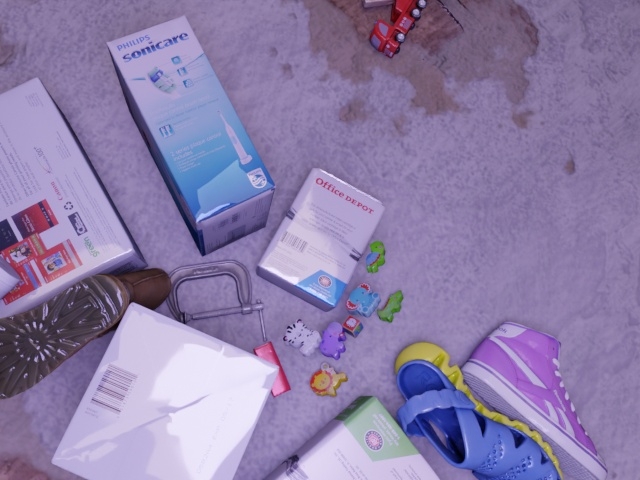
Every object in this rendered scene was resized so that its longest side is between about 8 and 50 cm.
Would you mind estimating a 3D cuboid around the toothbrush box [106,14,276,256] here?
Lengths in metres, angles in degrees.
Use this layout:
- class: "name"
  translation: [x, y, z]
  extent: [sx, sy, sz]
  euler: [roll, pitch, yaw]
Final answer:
- class: "toothbrush box"
  translation: [-0.195, -0.150, 0.940]
  extent: [0.126, 0.216, 0.296]
  euler: [-25, 82, -14]

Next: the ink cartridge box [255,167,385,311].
- class: "ink cartridge box"
  translation: [0.000, 0.000, 1.002]
  extent: [0.139, 0.082, 0.191]
  euler: [29, 73, -1]

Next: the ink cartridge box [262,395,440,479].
- class: "ink cartridge box"
  translation: [0.028, 0.391, 0.893]
  extent: [0.273, 0.115, 0.198]
  euler: [-36, 84, -15]

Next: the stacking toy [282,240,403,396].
- class: "stacking toy"
  translation: [0.043, 0.122, 0.943]
  extent: [0.052, 0.167, 0.221]
  euler: [28, 67, 32]

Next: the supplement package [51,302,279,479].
- class: "supplement package"
  translation: [-0.189, 0.222, 0.821]
  extent: [0.198, 0.263, 0.199]
  euler: [24, 77, -2]

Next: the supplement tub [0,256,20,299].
- class: "supplement tub"
  translation: [-0.456, 0.066, 0.793]
  extent: [0.071, 0.071, 0.107]
  euler: [44, 79, 3]

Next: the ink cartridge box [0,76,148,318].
- class: "ink cartridge box"
  translation: [-0.461, -0.038, 0.916]
  extent: [0.271, 0.130, 0.309]
  euler: [-29, 82, -12]

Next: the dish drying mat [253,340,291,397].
- class: "dish drying mat"
  translation: [-0.077, 0.206, 0.979]
  extent: [0.032, 0.008, 0.083]
  euler: [-22, 80, -12]

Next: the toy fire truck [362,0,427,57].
- class: "toy fire truck"
  translation: [0.128, -0.452, 1.151]
  extent: [0.135, 0.047, 0.192]
  euler: [31, 75, 0]

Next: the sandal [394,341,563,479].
- class: "sandal"
  translation: [0.225, 0.303, 0.922]
  extent: [0.317, 0.138, 0.126]
  euler: [39, 118, 8]

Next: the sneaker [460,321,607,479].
- class: "sneaker"
  translation: [0.380, 0.251, 0.993]
  extent: [0.282, 0.102, 0.161]
  euler: [45, 69, 2]

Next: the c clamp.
- class: "c clamp"
  translation: [-0.169, 0.098, 0.983]
  extent: [0.160, 0.022, 0.137]
  euler: [-2, 76, -9]

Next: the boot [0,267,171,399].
- class: "boot"
  translation: [-0.329, 0.116, 0.831]
  extent: [0.236, 0.269, 0.089]
  euler: [-26, 91, -4]
